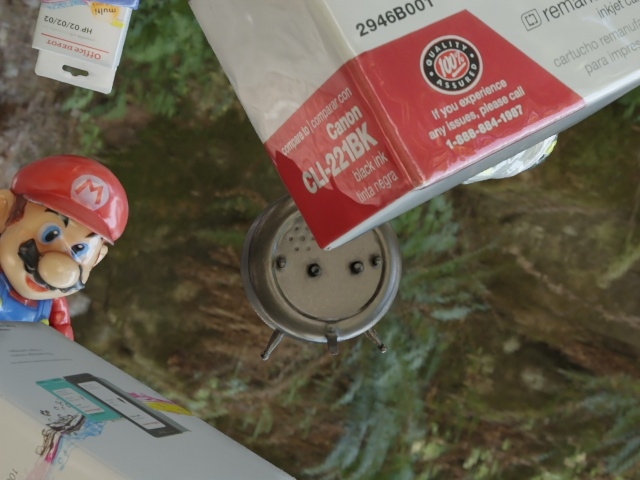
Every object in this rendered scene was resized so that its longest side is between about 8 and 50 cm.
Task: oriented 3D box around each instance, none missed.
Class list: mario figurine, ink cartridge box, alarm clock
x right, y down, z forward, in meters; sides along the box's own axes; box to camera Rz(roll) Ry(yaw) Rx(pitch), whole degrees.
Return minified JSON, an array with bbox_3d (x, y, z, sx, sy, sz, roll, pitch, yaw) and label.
[{"bbox_3d":[-0.292,0.063,0.996,0.321,0.170,0.198,-54,161,8],"label":"mario figurine"},{"bbox_3d":[-0.198,0.207,0.790,0.198,0.270,0.197,-63,161,5],"label":"ink cartridge box"},{"bbox_3d":[-0.292,-0.279,1.326,0.061,0.104,0.181,-108,-147,-75],"label":"ink cartridge box"},{"bbox_3d":[0.033,-0.164,0.532,0.197,0.273,0.114,-27,176,-27],"label":"ink cartridge box"},{"bbox_3d":[0.000,0.000,0.881,0.064,0.129,0.192,149,-63,-76],"label":"alarm clock"}]

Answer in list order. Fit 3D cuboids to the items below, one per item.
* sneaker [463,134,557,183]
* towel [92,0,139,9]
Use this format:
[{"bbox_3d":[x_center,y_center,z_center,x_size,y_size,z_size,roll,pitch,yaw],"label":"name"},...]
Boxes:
[{"bbox_3d":[0.123,-0.227,0.971,0.145,0.147,0.385,27,-47,60],"label":"sneaker"},{"bbox_3d":[-0.253,-0.400,0.984,0.040,0.243,0.336,-125,-133,-58],"label":"towel"}]
